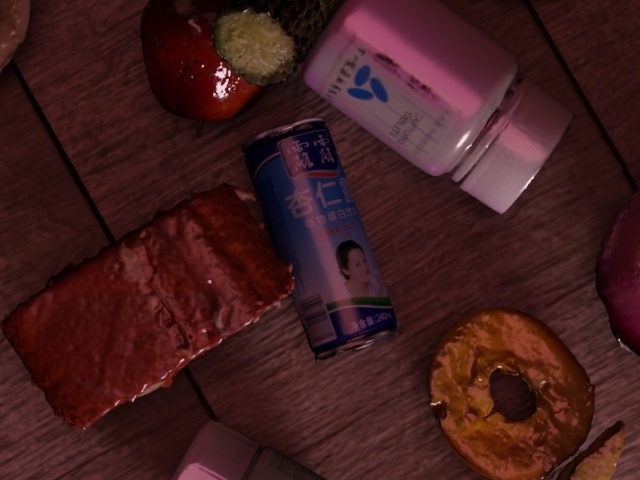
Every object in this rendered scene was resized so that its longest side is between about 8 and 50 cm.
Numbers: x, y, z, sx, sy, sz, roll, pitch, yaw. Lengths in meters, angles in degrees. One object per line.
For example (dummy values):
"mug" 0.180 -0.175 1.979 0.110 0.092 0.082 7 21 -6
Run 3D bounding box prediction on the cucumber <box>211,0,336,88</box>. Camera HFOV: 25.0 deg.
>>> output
"cucumber" 0.000 -0.294 1.446 0.096 0.096 0.359 27 48 1

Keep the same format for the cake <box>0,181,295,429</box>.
"cake" -0.160 0.063 1.411 0.283 0.177 0.151 -35 85 6

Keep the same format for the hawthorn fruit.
"hawthorn fruit" -0.113 -0.186 1.473 0.148 0.148 0.172 2 108 -2

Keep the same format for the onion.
"onion" 0.373 0.045 1.450 0.207 0.200 0.201 30 82 -31

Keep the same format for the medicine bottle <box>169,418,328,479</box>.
"medicine bottle" -0.068 0.267 1.415 0.168 0.135 0.135 30 83 0

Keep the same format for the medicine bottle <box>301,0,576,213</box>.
"medicine bottle" 0.119 -0.150 1.465 0.254 0.152 0.152 37 83 0

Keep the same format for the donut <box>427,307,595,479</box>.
"donut" 0.187 0.158 1.476 0.162 0.065 0.178 -31 84 -11

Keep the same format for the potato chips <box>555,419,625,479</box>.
"potato chips" 0.228 0.372 1.444 0.080 0.057 0.407 12 88 3

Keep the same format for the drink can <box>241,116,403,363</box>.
"drink can" 0.000 0.000 1.469 0.097 0.097 0.235 -19 83 -5

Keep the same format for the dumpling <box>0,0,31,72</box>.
"dumpling" -0.385 -0.224 1.469 0.216 0.126 0.166 -29 101 -9
